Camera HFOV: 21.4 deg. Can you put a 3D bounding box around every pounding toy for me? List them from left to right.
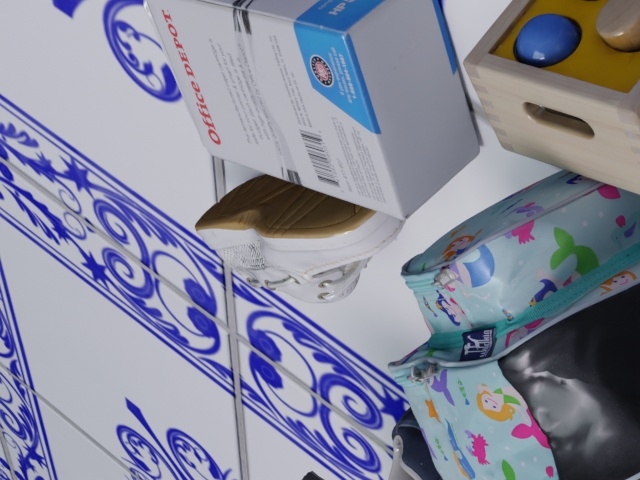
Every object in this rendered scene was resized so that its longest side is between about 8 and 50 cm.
[{"bbox_3d":[0.168,-0.107,0.868,0.141,0.130,0.100,23,155,41],"label":"pounding toy"}]

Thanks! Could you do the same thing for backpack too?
[{"bbox_3d":[0.157,0.057,0.978,0.191,0.225,0.253,62,161,7],"label":"backpack"}]

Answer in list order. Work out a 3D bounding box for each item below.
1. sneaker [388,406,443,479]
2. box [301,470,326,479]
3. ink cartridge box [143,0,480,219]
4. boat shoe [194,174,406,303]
[{"bbox_3d":[0.153,0.183,1.213,0.226,0.163,0.086,39,150,14],"label":"sneaker"},{"bbox_3d":[0.148,0.341,1.340,0.318,0.097,0.395,30,173,28],"label":"box"},{"bbox_3d":[-0.008,-0.115,1.140,0.203,0.086,0.148,21,142,43],"label":"ink cartridge box"},{"bbox_3d":[0.000,0.000,1.277,0.096,0.098,0.277,55,161,-14],"label":"boat shoe"}]
